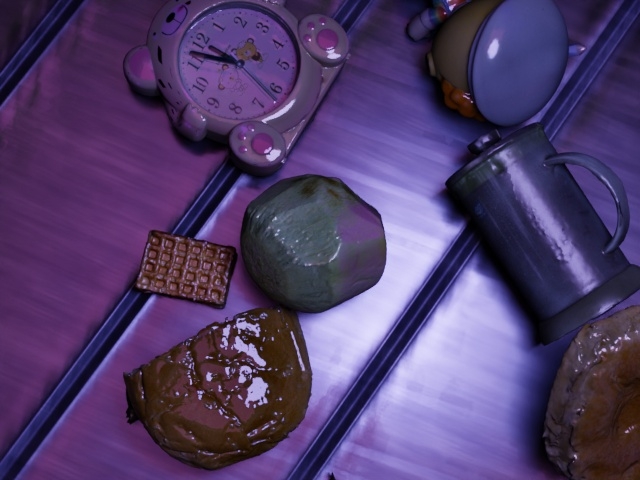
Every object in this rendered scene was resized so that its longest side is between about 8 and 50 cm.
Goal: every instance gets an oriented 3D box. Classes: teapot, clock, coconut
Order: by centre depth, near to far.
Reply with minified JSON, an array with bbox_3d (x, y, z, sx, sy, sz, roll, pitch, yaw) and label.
[{"bbox_3d":[0.000,0.000,1.853,0.236,0.236,0.204,-17,113,-7],"label":"coconut"},{"bbox_3d":[0.361,-0.036,1.874,0.200,0.270,0.337,-28,82,-40],"label":"teapot"},{"bbox_3d":[-0.139,-0.284,1.937,0.309,0.114,0.284,31,82,1],"label":"clock"}]

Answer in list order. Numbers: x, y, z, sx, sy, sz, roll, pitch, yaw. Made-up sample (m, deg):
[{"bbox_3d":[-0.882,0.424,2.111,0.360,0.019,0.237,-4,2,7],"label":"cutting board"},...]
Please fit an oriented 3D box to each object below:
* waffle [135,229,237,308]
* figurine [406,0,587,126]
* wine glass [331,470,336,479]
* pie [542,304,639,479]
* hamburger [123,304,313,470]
[{"bbox_3d":[-0.213,0.046,1.917,0.148,0.042,0.102,12,83,-3],"label":"waffle"},{"bbox_3d":[0.226,-0.358,1.932,0.382,0.205,0.224,41,73,16],"label":"figurine"},{"bbox_3d":[-0.012,0.395,1.885,0.083,0.042,0.039,-21,55,-5],"label":"wine glass"},{"bbox_3d":[0.487,0.246,1.845,0.340,0.083,0.339,-11,118,-22],"label":"pie"},{"bbox_3d":[-0.148,0.240,1.852,0.309,0.132,0.211,-23,82,-9],"label":"hamburger"}]
